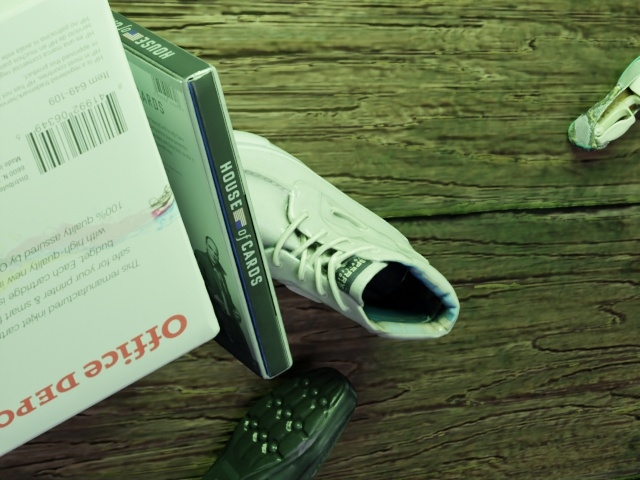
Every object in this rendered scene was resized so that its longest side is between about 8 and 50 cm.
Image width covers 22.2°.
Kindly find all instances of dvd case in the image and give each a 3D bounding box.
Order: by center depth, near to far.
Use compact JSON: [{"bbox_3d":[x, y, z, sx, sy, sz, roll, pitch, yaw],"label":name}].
[{"bbox_3d":[-0.101,-0.037,1.120,0.029,0.179,0.238,-29,126,-23],"label":"dvd case"}]

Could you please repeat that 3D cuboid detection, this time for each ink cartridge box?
[{"bbox_3d":[-0.221,-0.036,1.029,0.198,0.197,0.270,-29,126,-19],"label":"ink cartridge box"}]

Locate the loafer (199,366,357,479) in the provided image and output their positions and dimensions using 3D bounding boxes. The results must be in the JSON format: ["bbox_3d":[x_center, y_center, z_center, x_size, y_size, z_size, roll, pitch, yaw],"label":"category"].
[{"bbox_3d":[-0.048,0.199,1.347,0.223,0.076,0.078,-49,135,3],"label":"loafer"}]

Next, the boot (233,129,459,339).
[{"bbox_3d":[0.000,0.000,1.241,0.258,0.123,0.095,22,100,-39],"label":"boot"}]

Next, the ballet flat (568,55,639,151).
[{"bbox_3d":[0.266,-0.117,1.411,0.114,0.041,0.041,-44,129,-8],"label":"ballet flat"}]
